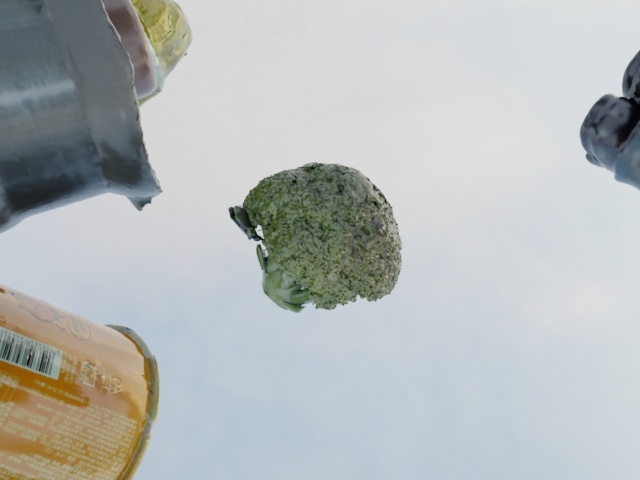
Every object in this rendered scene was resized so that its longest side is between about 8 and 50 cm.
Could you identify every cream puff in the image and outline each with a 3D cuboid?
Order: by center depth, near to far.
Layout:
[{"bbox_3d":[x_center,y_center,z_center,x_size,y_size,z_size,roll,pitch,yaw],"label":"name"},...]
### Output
[{"bbox_3d":[-0.418,-0.388,1.047,0.378,0.275,0.378,-5,-103,25],"label":"cream puff"}]

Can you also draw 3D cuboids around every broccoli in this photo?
[{"bbox_3d":[0.000,0.000,0.453,0.130,0.120,0.131,35,-150,-2],"label":"broccoli"}]

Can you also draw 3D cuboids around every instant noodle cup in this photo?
[{"bbox_3d":[-0.269,0.134,0.496,0.215,0.172,0.216,-18,-130,23],"label":"instant noodle cup"}]

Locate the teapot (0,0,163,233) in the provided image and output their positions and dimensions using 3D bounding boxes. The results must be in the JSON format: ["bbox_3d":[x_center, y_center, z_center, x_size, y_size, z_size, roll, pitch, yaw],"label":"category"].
[{"bbox_3d":[-0.304,-0.126,0.388,0.361,0.376,0.305,-21,-149,-19],"label":"teapot"}]

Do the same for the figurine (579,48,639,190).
[{"bbox_3d":[0.388,-0.039,0.465,0.185,0.204,0.332,-52,-140,-3],"label":"figurine"}]
